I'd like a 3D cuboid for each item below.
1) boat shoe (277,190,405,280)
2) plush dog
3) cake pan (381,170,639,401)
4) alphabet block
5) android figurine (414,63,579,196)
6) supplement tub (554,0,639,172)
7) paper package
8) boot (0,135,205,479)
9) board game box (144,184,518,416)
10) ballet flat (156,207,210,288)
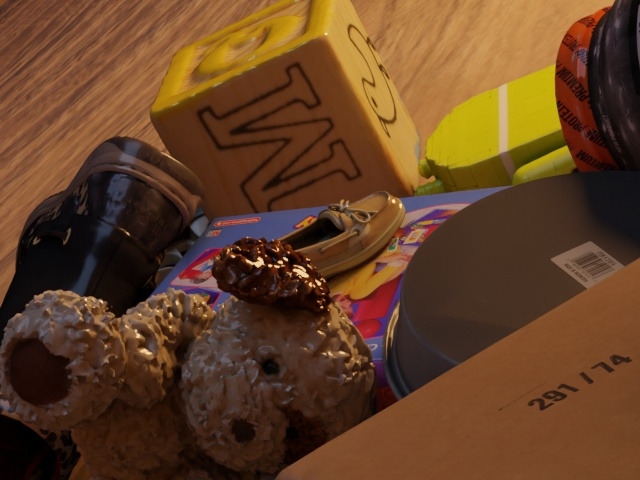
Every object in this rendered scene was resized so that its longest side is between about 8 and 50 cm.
[{"bbox_3d":[-0.001,0.000,1.499,0.153,0.048,0.056,-31,27,-15],"label":"boat shoe"},{"bbox_3d":[-0.068,0.111,1.353,0.225,0.262,0.210,-13,21,18],"label":"plush dog"},{"bbox_3d":[0.183,0.041,1.308,0.293,0.054,0.293,-8,33,5],"label":"cake pan"},{"bbox_3d":[-0.029,-0.109,1.868,0.193,0.197,0.192,-24,22,13],"label":"alphabet block"},{"bbox_3d":[0.209,-0.104,1.745,0.273,0.056,0.248,-24,22,14],"label":"android figurine"},{"bbox_3d":[0.353,-0.132,1.395,0.338,0.207,0.207,-16,24,40],"label":"supplement tub"},{"bbox_3d":[0.193,0.141,0.970,0.325,0.168,0.309,-28,18,-26],"label":"paper package"},{"bbox_3d":[-0.241,0.097,1.712,0.377,0.138,0.284,-41,21,57],"label":"boot"},{"bbox_3d":[0.015,0.061,1.518,0.347,0.078,0.233,-5,31,34],"label":"board game box"},{"bbox_3d":[-0.144,0.012,1.941,0.188,0.070,0.070,-36,21,-30],"label":"ballet flat"}]
